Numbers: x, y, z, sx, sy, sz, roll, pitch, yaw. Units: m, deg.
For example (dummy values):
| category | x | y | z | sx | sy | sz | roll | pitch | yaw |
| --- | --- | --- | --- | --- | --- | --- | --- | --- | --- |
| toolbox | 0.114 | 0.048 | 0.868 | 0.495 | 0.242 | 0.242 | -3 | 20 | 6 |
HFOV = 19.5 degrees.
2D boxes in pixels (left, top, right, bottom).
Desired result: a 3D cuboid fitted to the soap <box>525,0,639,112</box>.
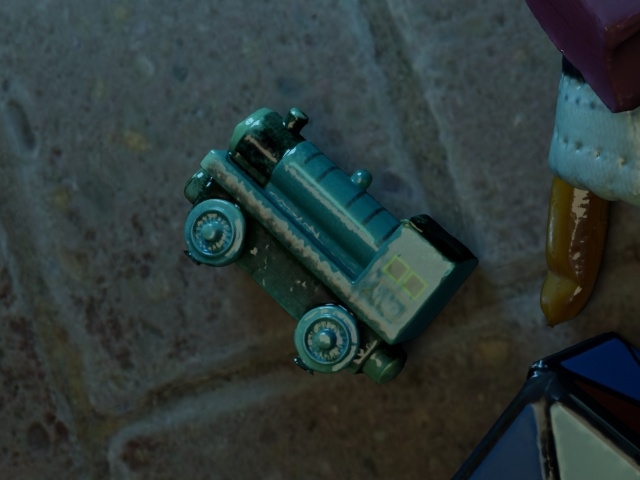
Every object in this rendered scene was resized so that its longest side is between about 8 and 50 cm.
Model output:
| category | x | y | z | sx | sy | sz | roll | pitch | yaw |
| --- | --- | --- | --- | --- | --- | --- | --- | --- | --- |
| soap | 0.327 | -0.294 | 1.544 | 0.359 | 0.128 | 0.233 | -32 | 57 | -5 |

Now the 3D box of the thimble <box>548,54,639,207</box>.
| category | x | y | z | sx | sy | sz | roll | pitch | yaw |
| --- | --- | --- | --- | --- | --- | --- | --- | --- | --- |
| thimble | 0.311 | -0.108 | 1.653 | 0.237 | 0.237 | 0.150 | 15 | 102 | 24 |

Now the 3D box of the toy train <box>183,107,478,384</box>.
| category | x | y | z | sx | sy | sz | roll | pitch | yaw |
| --- | --- | --- | --- | --- | --- | --- | --- | --- | --- |
| toy train | 0.000 | 0.000 | 1.883 | 0.298 | 0.120 | 0.194 | 43 | 106 | 15 |

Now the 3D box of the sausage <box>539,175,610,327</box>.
| category | x | y | z | sx | sy | sz | roll | pitch | yaw |
| --- | --- | --- | --- | --- | --- | --- | --- | --- | --- |
| sausage | 0.246 | -0.003 | 1.791 | 0.062 | 0.054 | 0.183 | 23 | 113 | 55 |

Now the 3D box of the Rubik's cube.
| category | x | y | z | sx | sy | sz | roll | pitch | yaw |
| --- | --- | --- | --- | --- | --- | --- | --- | --- | --- |
| Rubik's cube | 0.258 | 0.258 | 1.717 | 0.246 | 0.248 | 0.250 | 40 | 112 | 16 |
